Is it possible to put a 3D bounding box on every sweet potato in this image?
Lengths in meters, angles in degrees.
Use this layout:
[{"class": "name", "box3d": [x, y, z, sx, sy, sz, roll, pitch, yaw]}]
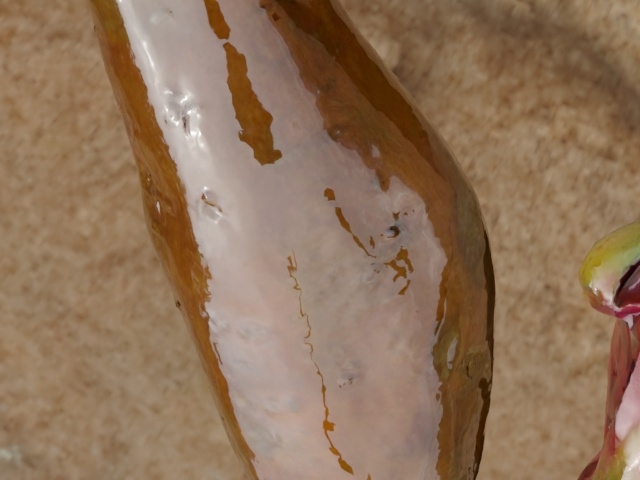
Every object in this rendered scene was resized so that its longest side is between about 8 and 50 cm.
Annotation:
[{"class": "sweet potato", "box3d": [0.002, 0.005, 0.527, 0.112, 0.112, 0.359, -1, 121, 23]}]

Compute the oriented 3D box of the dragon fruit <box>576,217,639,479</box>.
[{"class": "dragon fruit", "box3d": [0.257, 0.081, 0.908, 0.243, 0.227, 0.307, 2, 117, -7]}]
